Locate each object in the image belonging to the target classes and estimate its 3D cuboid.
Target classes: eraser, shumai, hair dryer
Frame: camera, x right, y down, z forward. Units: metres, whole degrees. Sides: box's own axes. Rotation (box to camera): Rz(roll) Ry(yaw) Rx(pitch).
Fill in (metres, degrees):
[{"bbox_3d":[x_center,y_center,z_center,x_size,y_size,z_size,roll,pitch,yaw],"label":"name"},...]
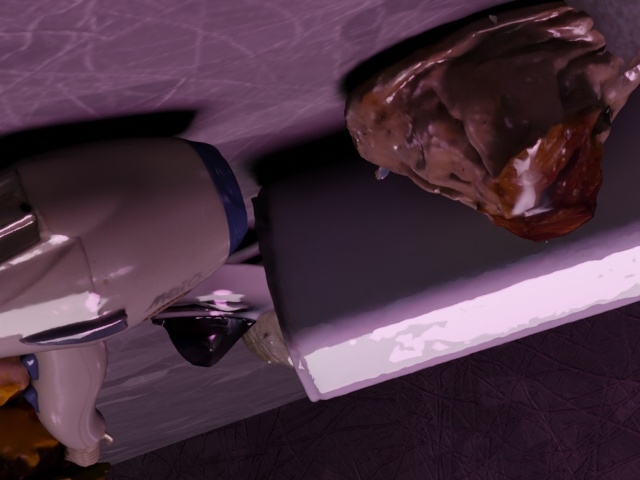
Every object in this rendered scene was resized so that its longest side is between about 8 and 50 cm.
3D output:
[{"bbox_3d":[0.107,-0.011,1.068,0.290,0.104,0.189,-18,-148,7],"label":"eraser"},{"bbox_3d":[0.122,-0.061,0.944,0.201,0.120,0.201,-17,168,-4],"label":"shumai"},{"bbox_3d":[-0.210,0.066,0.912,0.296,0.119,0.298,-7,141,-36],"label":"hair dryer"}]

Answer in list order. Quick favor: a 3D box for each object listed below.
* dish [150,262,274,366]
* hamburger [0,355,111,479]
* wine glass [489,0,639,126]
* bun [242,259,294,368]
[{"bbox_3d":[-0.095,0.064,1.308,0.141,0.078,0.141,-1,171,0],"label":"dish"},{"bbox_3d":[-0.291,0.152,1.141,0.291,0.225,0.291,-14,177,-1],"label":"hamburger"},{"bbox_3d":[0.215,-0.152,0.409,0.190,0.190,0.357,-8,162,-43],"label":"wine glass"},{"bbox_3d":[0.026,0.064,1.476,0.212,0.126,0.204,-9,170,-41],"label":"bun"}]
